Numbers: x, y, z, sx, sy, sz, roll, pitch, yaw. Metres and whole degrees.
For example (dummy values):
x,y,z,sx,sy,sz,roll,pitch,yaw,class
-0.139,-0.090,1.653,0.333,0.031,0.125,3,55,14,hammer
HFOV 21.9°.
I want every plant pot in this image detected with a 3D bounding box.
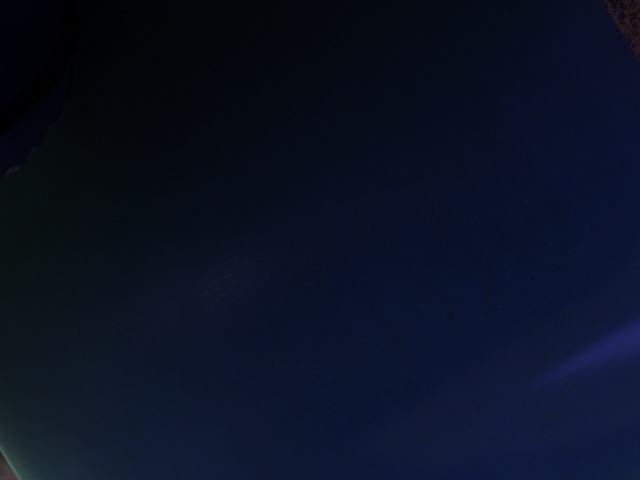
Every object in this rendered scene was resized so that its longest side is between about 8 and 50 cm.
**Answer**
x,y,z,sx,sy,sz,roll,pitch,yaw,class
0.000,0.000,0.603,0.235,0.293,0.293,-31,163,6,plant pot

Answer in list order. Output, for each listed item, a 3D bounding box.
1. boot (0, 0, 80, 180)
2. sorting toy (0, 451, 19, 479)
x,y,z,sx,sy,sz,roll,pitch,yaw,class
-0.116,-0.100,0.384,0.246,0.094,0.207,-57,165,-56,boot
-0.192,0.132,0.815,0.132,0.046,0.274,-41,173,-27,sorting toy
